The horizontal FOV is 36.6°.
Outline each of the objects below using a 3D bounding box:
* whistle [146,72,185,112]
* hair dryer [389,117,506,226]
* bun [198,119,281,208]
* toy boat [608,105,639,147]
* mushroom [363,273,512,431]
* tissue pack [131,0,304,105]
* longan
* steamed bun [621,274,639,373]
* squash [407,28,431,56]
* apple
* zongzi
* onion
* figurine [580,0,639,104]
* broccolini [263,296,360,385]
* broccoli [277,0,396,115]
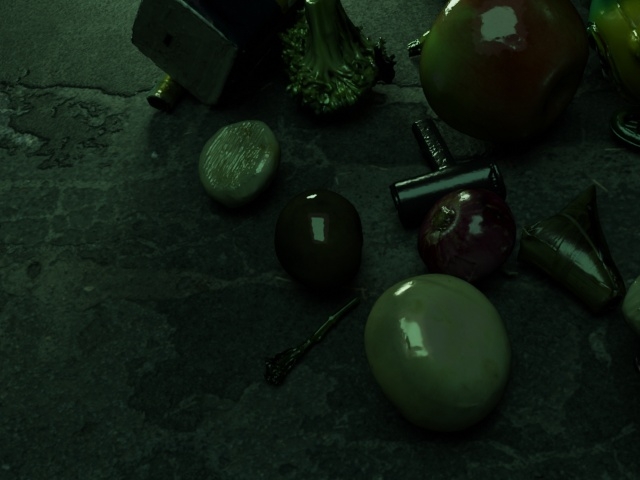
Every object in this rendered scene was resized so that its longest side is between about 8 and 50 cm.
[{"bbox_3d":[-0.273,-0.412,2.120,0.068,0.057,0.326,30,63,-1],"label":"whistle"},{"bbox_3d":[0.217,-0.141,1.816,0.197,0.089,0.251,-16,43,2],"label":"hair dryer"},{"bbox_3d":[-0.145,-0.141,1.866,0.183,0.102,0.183,-14,58,23],"label":"bun"},{"bbox_3d":[0.638,-0.203,1.780,0.210,0.052,0.104,11,59,19],"label":"toy boat"},{"bbox_3d":[0.173,0.175,1.516,0.246,0.202,0.246,12,67,-29],"label":"mushroom"},{"bbox_3d":[-0.169,-0.527,2.019,0.253,0.264,0.417,38,62,-5],"label":"tissue pack"},{"bbox_3d":[0.000,0.000,1.688,0.167,0.167,0.187,-23,48,-6],"label":"longan"},{"bbox_3d":[0.629,0.149,1.406,0.346,0.237,0.394,24,93,56],"label":"steamed bun"},{"bbox_3d":[0.303,-0.433,2.012,0.252,0.066,0.066,-15,52,1],"label":"squash"},{"bbox_3d":[0.342,-0.334,1.783,0.277,0.319,0.319,40,69,13],"label":"apple"},{"bbox_3d":[0.471,0.014,1.635,0.204,0.094,0.205,-35,58,-25],"label":"zongzi"},{"bbox_3d":[0.251,-0.006,1.655,0.177,0.153,0.177,-9,70,27],"label":"onion"},{"bbox_3d":[0.616,-0.401,1.811,0.231,0.323,0.340,-40,36,31],"label":"figurine"},{"bbox_3d":[-0.010,0.170,1.653,0.218,0.044,0.042,-35,39,-21],"label":"broccolini"},{"bbox_3d":[0.031,-0.396,1.930,0.246,0.243,0.263,5,48,22],"label":"broccoli"}]
